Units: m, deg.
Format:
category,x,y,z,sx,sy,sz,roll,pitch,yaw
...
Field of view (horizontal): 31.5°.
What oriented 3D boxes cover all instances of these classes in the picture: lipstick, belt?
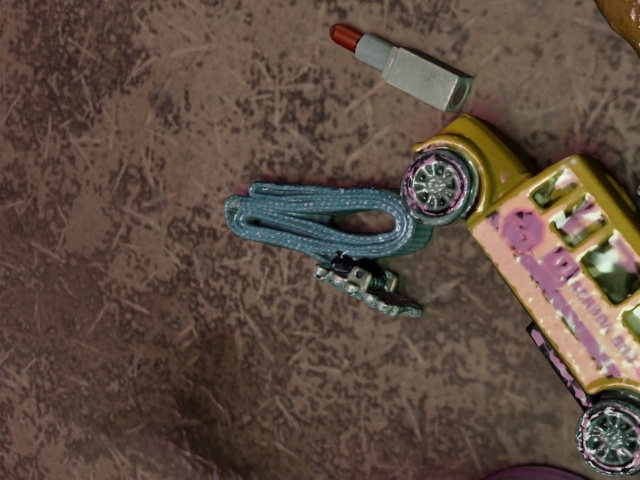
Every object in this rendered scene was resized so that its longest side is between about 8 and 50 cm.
category,x,y,z,sx,sy,sz,roll,pitch,yaw
lipstick,0.055,-0.140,0.886,0.129,0.030,0.030,31,111,26
belt,0.002,0.000,0.921,0.179,0.065,0.100,8,92,33

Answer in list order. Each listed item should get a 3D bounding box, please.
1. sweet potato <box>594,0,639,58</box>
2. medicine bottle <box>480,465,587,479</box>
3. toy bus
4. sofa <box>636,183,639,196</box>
category,x,y,z,sx,sy,sz,roll,pitch,yaw
sweet potato,0.212,-0.180,0.772,0.068,0.060,0.206,-32,74,-7
medicine bottle,0.103,0.271,0.751,0.178,0.290,0.178,4,98,30
toy bus,0.196,0.048,0.770,0.123,0.121,0.336,-39,75,20
sofa,0.274,-0.026,0.745,0.118,0.060,0.039,25,102,28
